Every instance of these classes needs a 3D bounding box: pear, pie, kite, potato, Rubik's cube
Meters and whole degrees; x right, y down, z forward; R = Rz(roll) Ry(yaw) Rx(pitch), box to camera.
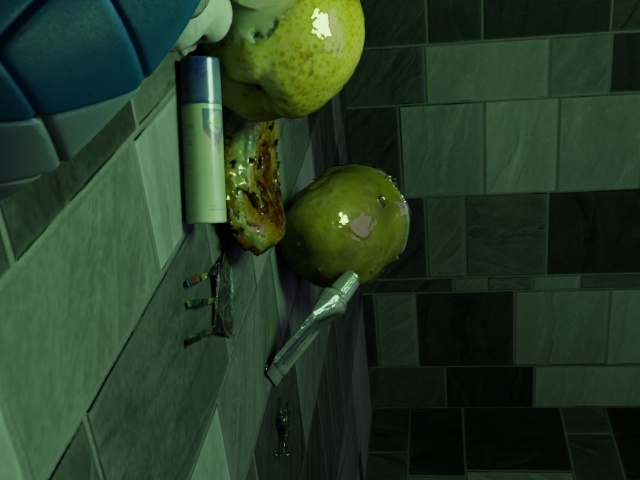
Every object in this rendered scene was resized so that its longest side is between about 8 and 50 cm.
[{"bbox_3d":[-0.063,-0.309,1.272,0.271,0.271,0.271,-2,90,-82],"label":"pear"},{"bbox_3d":[-0.116,-0.117,1.431,0.308,0.085,0.309,-2,90,-81],"label":"pie"},{"bbox_3d":[-0.163,0.094,1.304,0.285,0.015,0.152,-22,110,-81],"label":"kite"},{"bbox_3d":[0.000,0.000,1.924,0.296,0.397,0.290,-30,84,-41],"label":"potato"},{"bbox_3d":[-0.240,-0.116,0.502,0.254,0.254,0.255,-2,90,-82],"label":"Rubik's cube"}]

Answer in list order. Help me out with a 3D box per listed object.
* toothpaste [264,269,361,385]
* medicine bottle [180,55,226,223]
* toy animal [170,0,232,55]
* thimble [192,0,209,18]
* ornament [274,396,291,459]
[{"bbox_3d":[-0.015,0.177,1.743,0.282,0.068,0.099,-51,130,-15],"label":"toothpaste"},{"bbox_3d":[-0.166,-0.140,1.188,0.059,0.059,0.231,-23,112,-81],"label":"medicine bottle"},{"bbox_3d":[-0.171,-0.318,0.963,0.193,0.127,0.179,-82,165,-44],"label":"toy animal"},{"bbox_3d":[-0.193,-0.296,0.723,0.245,0.157,0.217,5,81,-82],"label":"thimble"},{"bbox_3d":[-0.079,0.400,1.772,0.125,0.028,0.073,-85,170,-46],"label":"ornament"}]
